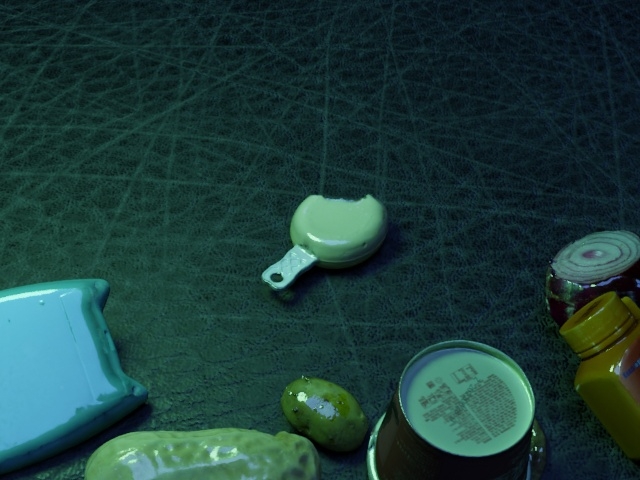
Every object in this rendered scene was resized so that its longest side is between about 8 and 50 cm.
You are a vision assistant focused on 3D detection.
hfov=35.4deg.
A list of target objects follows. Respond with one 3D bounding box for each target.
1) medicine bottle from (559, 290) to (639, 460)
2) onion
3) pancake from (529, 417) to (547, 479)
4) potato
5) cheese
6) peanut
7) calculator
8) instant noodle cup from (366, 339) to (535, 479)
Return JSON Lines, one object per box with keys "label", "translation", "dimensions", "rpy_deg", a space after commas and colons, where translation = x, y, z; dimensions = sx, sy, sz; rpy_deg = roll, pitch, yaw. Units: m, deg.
{"label": "medicine bottle", "translation": [0.456, 0.192, 1.462], "dimensions": [0.149, 0.112, 0.222], "rpy_deg": [-37, 88, -27]}
{"label": "onion", "translation": [0.471, 0.079, 1.580], "dimensions": [0.195, 0.140, 0.218], "rpy_deg": [-26, 23, -39]}
{"label": "pancake", "translation": [0.240, 0.292, 1.470], "dimensions": [0.199, 0.021, 0.199], "rpy_deg": [3, 46, -3]}
{"label": "potato", "translation": [0.005, 0.249, 1.457], "dimensions": [0.138, 0.070, 0.091], "rpy_deg": [26, 50, 19]}
{"label": "cheese", "translation": [0.015, 0.010, 1.691], "dimensions": [0.163, 0.071, 0.249], "rpy_deg": [15, 46, 11]}
{"label": "peanut", "translation": [-0.153, 0.320, 1.328], "dimensions": [0.313, 0.152, 0.152], "rpy_deg": [-2, 46, -15]}
{"label": "calculator", "translation": [-0.457, 0.198, 1.421], "dimensions": [0.386, 0.054, 0.256], "rpy_deg": [-19, 76, -16]}
{"label": "instant noodle cup", "translation": [0.185, 0.259, 1.357], "dimensions": [0.234, 0.178, 0.235], "rpy_deg": [1, 50, -2]}
